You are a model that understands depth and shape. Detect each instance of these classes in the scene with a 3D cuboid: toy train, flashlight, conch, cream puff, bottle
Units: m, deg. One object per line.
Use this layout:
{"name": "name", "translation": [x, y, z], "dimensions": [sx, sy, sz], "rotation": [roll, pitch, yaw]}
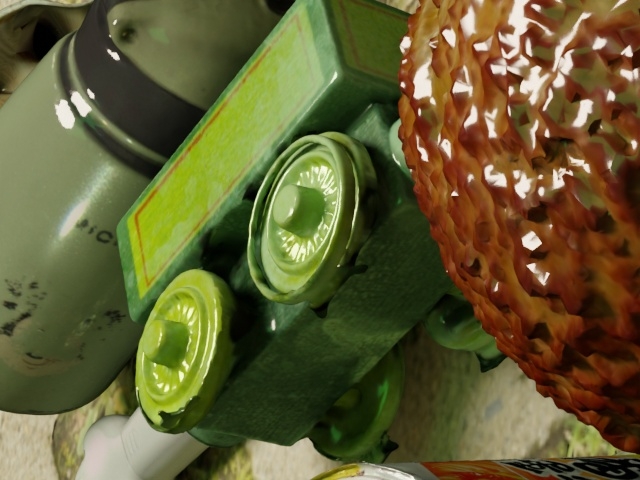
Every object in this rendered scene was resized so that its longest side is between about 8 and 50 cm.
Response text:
{"name": "toy train", "translation": [0.000, 0.000, 1.020], "dimensions": [0.271, 0.159, 0.188], "rotation": [-47, 41, 36]}
{"name": "flashlight", "translation": [-0.089, 0.116, 1.199], "dimensions": [0.200, 0.047, 0.093], "rotation": [-48, 47, 32]}
{"name": "conch", "translation": [-0.215, -0.109, 1.365], "dimensions": [0.234, 0.137, 0.114], "rotation": [-64, 12, 5]}
{"name": "cream puff", "translation": [0.158, -0.073, 0.769], "dimensions": [0.350, 0.229, 0.350], "rotation": [-15, 71, 53]}
{"name": "bottle", "translation": [-0.127, -0.046, 1.185], "dimensions": [0.347, 0.168, 0.168], "rotation": [-50, 46, 35]}

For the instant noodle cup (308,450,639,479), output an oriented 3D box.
{"name": "instant noodle cup", "translation": [0.088, 0.204, 0.810], "dimensions": [0.264, 0.200, 0.264], "rotation": [-19, 65, 49]}
